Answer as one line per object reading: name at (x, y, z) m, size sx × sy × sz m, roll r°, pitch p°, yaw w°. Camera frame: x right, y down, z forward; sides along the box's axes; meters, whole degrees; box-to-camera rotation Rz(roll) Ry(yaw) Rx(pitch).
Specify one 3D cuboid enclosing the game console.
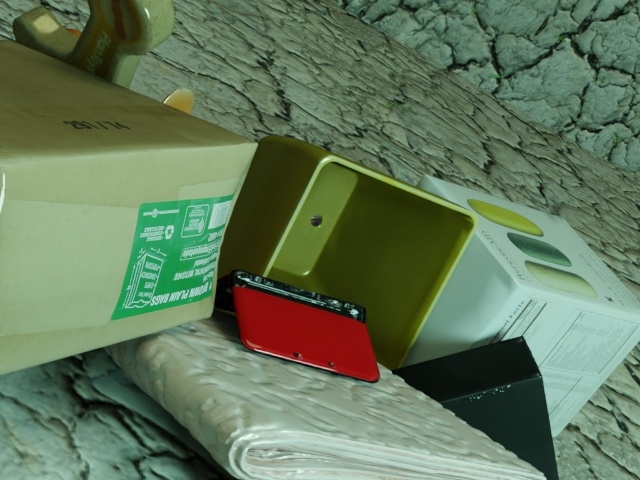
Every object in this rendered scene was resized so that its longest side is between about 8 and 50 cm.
game console at (-0.032, 0.087, 1.147) m, size 0.144 × 0.124 × 0.085 m, roll 18°, pitch 66°, yaw -26°

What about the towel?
towel at (-0.021, 0.135, 1.074) m, size 0.317 × 0.053 × 0.332 m, roll 17°, pitch 7°, yaw -35°

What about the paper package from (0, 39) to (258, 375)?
paper package at (-0.263, -0.041, 0.969) m, size 0.309 × 0.168 × 0.325 m, roll 24°, pitch 16°, yaw 23°

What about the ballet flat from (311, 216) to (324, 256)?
ballet flat at (0.024, -0.013, 1.572) m, size 0.079 × 0.077 × 0.221 m, roll 22°, pitch 16°, yaw 24°

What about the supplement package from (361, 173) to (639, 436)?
supplement package at (0.199, 0.081, 1.443) m, size 0.262 × 0.198 × 0.199 m, roll 14°, pitch 30°, yaw -42°

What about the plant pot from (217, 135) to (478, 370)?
plant pot at (0.000, 0.000, 1.338) m, size 0.212 × 0.212 × 0.187 m, roll 19°, pitch 14°, yaw -34°

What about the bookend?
bookend at (0.154, 0.197, 1.281) m, size 0.072 × 0.156 × 0.157 m, roll -105°, pitch 179°, yaw -59°

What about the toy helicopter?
toy helicopter at (-0.204, -0.136, 1.181) m, size 0.140 × 0.355 × 0.235 m, roll -37°, pitch 86°, yaw -31°
